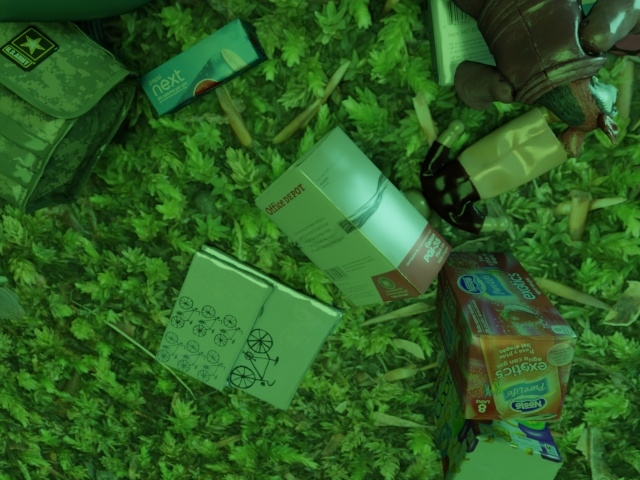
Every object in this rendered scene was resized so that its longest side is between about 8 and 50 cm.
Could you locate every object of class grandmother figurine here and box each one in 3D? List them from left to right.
[{"bbox_3d":[0.261,-0.104,0.791,0.343,0.104,0.207,-27,80,19],"label":"grandmother figurine"}]

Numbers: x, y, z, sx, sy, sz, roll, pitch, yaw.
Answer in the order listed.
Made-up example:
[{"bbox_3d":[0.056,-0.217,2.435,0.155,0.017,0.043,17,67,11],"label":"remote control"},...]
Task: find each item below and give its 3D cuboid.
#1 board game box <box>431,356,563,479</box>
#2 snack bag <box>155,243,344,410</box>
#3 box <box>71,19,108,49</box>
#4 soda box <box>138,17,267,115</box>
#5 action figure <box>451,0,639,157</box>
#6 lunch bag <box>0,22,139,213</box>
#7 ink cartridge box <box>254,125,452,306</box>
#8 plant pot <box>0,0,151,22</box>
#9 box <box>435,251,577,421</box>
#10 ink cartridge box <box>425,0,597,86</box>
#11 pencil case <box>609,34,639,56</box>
[{"bbox_3d":[0.311,0.334,0.849,0.145,0.275,0.142,15,112,2],"label":"board game box"},{"bbox_3d":[-0.165,0.213,0.997,0.343,0.037,0.323,27,111,-3],"label":"snack bag"},{"bbox_3d":[-0.514,-0.367,0.801,0.243,0.076,0.307,-4,110,9],"label":"box"},{"bbox_3d":[-0.204,-0.299,0.790,0.210,0.067,0.071,-23,106,16],"label":"soda box"},{"bbox_3d":[0.230,-0.267,0.487,0.248,0.276,0.369,-29,77,36],"label":"action figure"},{"bbox_3d":[-0.462,-0.226,0.722,0.235,0.169,0.287,35,103,-4],"label":"lunch bag"},{"bbox_3d":[0.048,-0.028,0.779,0.283,0.117,0.207,46,153,-10],"label":"ink cartridge box"},{"bbox_3d":[-0.339,-0.440,0.603,0.293,0.235,0.292,18,116,44],"label":"plant pot"},{"bbox_3d":[0.288,0.143,0.766,0.142,0.300,0.153,0,112,6],"label":"box"},{"bbox_3d":[0.263,-0.404,0.654,0.223,0.129,0.307,-8,110,12],"label":"ink cartridge box"},{"bbox_3d":[0.524,-0.295,0.640,0.209,0.095,0.098,30,150,36],"label":"pencil case"}]
